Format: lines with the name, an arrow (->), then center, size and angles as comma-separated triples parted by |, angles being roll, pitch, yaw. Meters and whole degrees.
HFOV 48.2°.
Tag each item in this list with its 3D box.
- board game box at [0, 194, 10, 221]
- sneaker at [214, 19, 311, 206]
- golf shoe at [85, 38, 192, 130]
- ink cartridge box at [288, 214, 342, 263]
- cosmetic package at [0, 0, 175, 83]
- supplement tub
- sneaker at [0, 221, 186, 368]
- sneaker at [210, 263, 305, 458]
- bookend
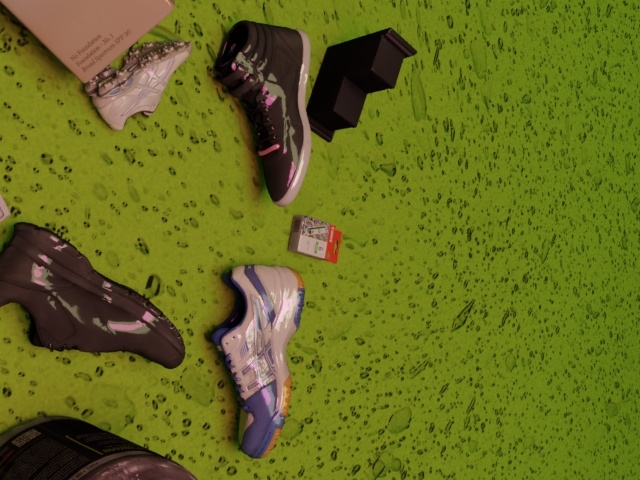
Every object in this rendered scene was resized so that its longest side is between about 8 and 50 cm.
board game box -> -0.460, -0.099, 0.724 | 0.193, 0.053, 0.305 | -56, 144, -44
sneaker -> -0.097, -0.203, 1.108 | 0.146, 0.104, 0.296 | 8, 78, -39
golf shoe -> -0.247, -0.223, 1.009 | 0.176, 0.069, 0.086 | -41, 135, -31
ink cartridge box -> 0.000, 0.000, 1.233 | 0.115, 0.029, 0.063 | 17, 78, -40
cosmetic package -> -0.332, -0.361, 0.844 | 0.160, 0.113, 0.309 | -36, 122, 13
supplement tub -> -0.256, 0.326, 0.802 | 0.207, 0.338, 0.207 | 1, 89, -41
sneaker -> -0.304, 0.100, 0.933 | 0.286, 0.109, 0.130 | 40, 74, -26
sneaker -> -0.114, 0.182, 1.102 | 0.130, 0.112, 0.297 | 10, 81, -23
bookend -> 0.064, -0.259, 1.207 | 0.072, 0.157, 0.156 | 30, 70, -37
